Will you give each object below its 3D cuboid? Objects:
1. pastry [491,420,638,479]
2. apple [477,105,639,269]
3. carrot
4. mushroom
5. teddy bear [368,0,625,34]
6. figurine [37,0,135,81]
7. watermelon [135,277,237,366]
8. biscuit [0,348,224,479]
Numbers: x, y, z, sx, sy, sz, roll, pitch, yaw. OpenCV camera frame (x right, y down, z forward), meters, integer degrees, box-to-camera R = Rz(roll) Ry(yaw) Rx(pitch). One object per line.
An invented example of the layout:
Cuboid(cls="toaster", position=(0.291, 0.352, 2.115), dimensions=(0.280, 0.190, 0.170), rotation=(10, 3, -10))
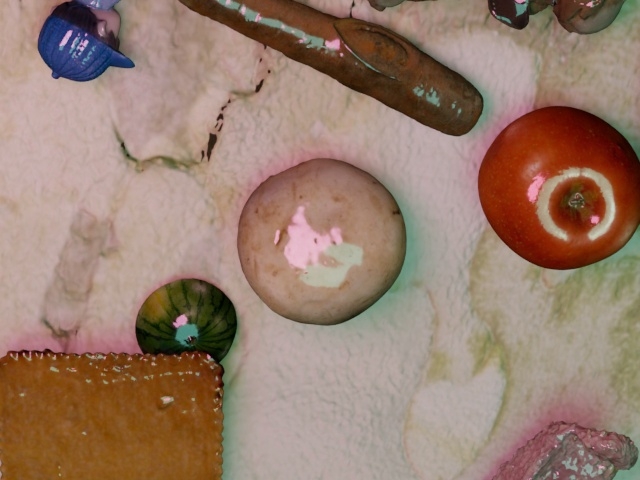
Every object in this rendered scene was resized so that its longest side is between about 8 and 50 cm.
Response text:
Cuboid(cls="pastry", position=(0.233, 0.277, 1.705), dimensions=(0.103, 0.112, 0.265), rotation=(31, 116, -23))
Cuboid(cls="apple", position=(0.239, -0.049, 1.559), dimensions=(0.163, 0.139, 0.163), rotation=(-2, 113, -5))
Cuboid(cls="carrot", position=(0.003, -0.190, 1.517), dimensions=(0.342, 0.070, 0.070), rotation=(24, 106, -13))
Cuboid(cls="mushroom", position=(0.000, 0.000, 1.560), dimensions=(0.166, 0.127, 0.166), rotation=(0, 88, -3))
Cuboid(cls="teddy bear", position=(0.148, -0.295, 1.446), dimensions=(0.256, 0.156, 0.267), rotation=(-16, 142, -5))
Cuboid(cls="figurine", position=(-0.209, -0.219, 1.474), dimensions=(0.086, 0.087, 0.149), rotation=(23, 110, 24))
Cuboid(cls="watermelon", position=(-0.134, 0.094, 1.609), dimensions=(0.105, 0.062, 0.105), rotation=(-4, 113, -10))
Cuboid(cls="biscuit", position=(-0.213, 0.216, 1.621), dimensions=(0.232, 0.013, 0.237), rotation=(0, 115, -2))
